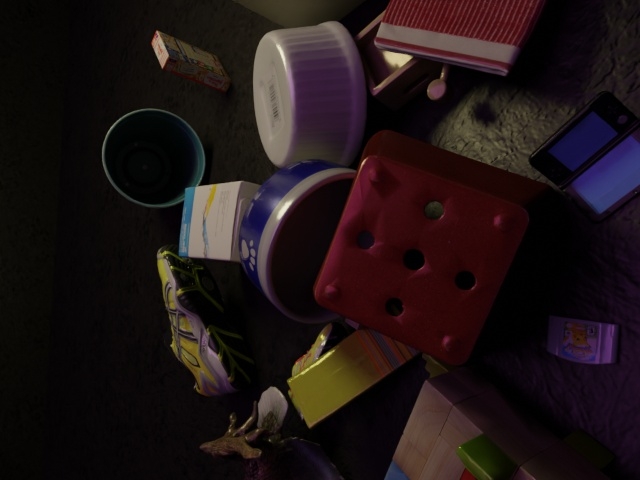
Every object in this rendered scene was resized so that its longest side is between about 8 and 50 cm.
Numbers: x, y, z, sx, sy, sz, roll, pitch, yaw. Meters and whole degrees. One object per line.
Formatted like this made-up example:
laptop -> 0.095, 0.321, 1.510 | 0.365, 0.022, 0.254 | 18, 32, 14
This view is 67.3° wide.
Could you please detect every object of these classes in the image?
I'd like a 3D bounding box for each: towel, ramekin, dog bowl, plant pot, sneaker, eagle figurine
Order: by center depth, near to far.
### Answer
plant pot -> 0.133, 0.011, 0.612 | 0.267, 0.236, 0.267 | 23, 101, 13
towel -> 0.246, -0.416, 0.720 | 0.237, 0.037, 0.329 | 26, 91, 32
dog bowl -> 0.000, 0.000, 0.814 | 0.104, 0.265, 0.264 | 33, 107, 47
towel -> 0.058, 0.213, 0.817 | 0.237, 0.021, 0.102 | -36, 49, 4
eagle figurine -> -0.079, 0.451, 0.880 | 0.225, 0.298, 0.226 | -41, 19, 1
ramekin -> -0.033, -0.266, 0.915 | 0.277, 0.135, 0.277 | 169, 90, -69
sneaker -> -0.015, 0.242, 0.921 | 0.094, 0.081, 0.208 | 35, 109, 47
sneaker -> -0.304, 0.189, 1.120 | 0.147, 0.145, 0.384 | -32, 76, 21
plant pot -> -0.509, -0.228, 1.427 | 0.255, 0.272, 0.271 | 4, 85, 61

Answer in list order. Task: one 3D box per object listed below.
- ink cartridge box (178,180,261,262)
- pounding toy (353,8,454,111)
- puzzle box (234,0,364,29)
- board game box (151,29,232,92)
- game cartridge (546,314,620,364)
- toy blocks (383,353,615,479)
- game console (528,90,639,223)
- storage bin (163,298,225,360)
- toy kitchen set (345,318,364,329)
ink cartridge box -> -0.184, -0.031, 1.088 | 0.233, 0.171, 0.168 | 1, 84, 48
pounding toy -> 0.174, -0.302, 0.817 | 0.181, 0.094, 0.206 | -34, 65, 27
puzzle box -> 0.021, -0.546, 0.892 | 0.409, 0.272, 0.052 | -19, 70, 43
board game box -> -0.361, -0.502, 1.353 | 0.045, 0.194, 0.146 | -52, 49, 28
game cartridge -> 0.333, 0.128, 0.614 | 0.083, 0.017, 0.056 | 1, 87, 48
toy blocks -> 0.221, 0.356, 0.598 | 0.381, 0.191, 0.260 | 39, 122, 43
game console -> 0.350, -0.102, 0.602 | 0.122, 0.107, 0.071 | -47, 23, 30
storage bin -> -0.337, 0.216, 1.272 | 0.122, 0.084, 0.180 | 30, 104, 46
toy kitchen set -> 0.100, 0.116, 0.826 | 0.068, 0.075, 0.083 | 29, 107, 46
